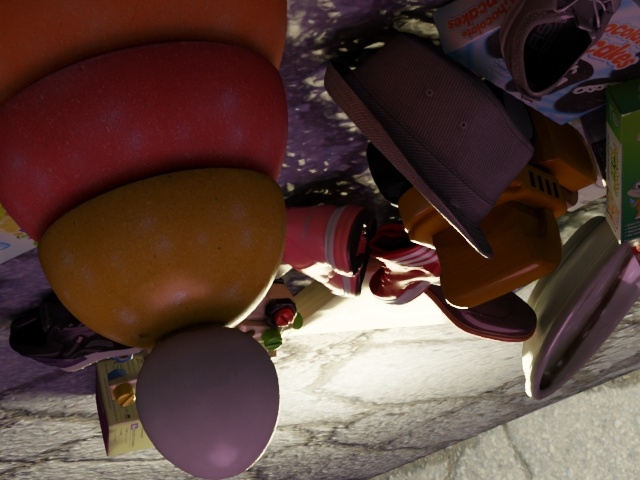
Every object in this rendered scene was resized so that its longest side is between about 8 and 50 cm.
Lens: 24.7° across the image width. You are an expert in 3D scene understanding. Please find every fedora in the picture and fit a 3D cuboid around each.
[{"bbox_3d":[0.134,-0.122,1.577,0.124,0.275,0.244,-44,175,10],"label":"fedora"}]

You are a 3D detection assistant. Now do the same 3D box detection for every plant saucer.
[{"bbox_3d":[0.430,0.072,2.360,0.400,0.100,0.400,-44,159,-23],"label":"plant saucer"}]

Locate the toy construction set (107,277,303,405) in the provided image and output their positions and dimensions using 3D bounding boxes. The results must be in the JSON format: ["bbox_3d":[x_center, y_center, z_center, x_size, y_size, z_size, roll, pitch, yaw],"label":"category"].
[{"bbox_3d":[-0.154,0.139,2.190,0.328,0.151,0.215,-8,137,-41],"label":"toy construction set"}]

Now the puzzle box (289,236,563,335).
[{"bbox_3d":[0.169,0.074,2.397,0.409,0.052,0.272,-2,157,-33],"label":"puzzle box"}]

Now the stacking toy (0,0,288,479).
[{"bbox_3d":[-0.145,-0.031,1.228,0.351,0.479,0.350,-13,160,-5],"label":"stacking toy"}]

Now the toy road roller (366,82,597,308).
[{"bbox_3d":[0.222,-0.035,1.848,0.202,0.240,0.329,-24,159,26],"label":"toy road roller"}]

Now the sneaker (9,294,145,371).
[{"bbox_3d":[-0.327,0.114,2.074,0.283,0.107,0.124,-28,151,33],"label":"sneaker"}]

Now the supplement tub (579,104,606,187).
[{"bbox_3d":[0.440,-0.147,1.887,0.190,0.117,0.117,-19,160,11],"label":"supplement tub"}]

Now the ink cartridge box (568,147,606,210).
[{"bbox_3d":[0.452,-0.096,2.137,0.189,0.066,0.232,-27,153,31],"label":"ink cartridge box"}]

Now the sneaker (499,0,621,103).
[{"bbox_3d":[0.261,-0.246,1.389,0.105,0.115,0.281,14,133,-9],"label":"sneaker"}]

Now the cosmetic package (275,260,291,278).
[{"bbox_3d":[-0.102,0.029,2.089,0.115,0.041,0.060,-2,158,-32],"label":"cosmetic package"}]

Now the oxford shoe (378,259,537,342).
[{"bbox_3d":[0.220,0.064,2.185,0.271,0.097,0.098,29,141,-12],"label":"oxford shoe"}]

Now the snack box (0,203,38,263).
[{"bbox_3d":[-0.405,-0.024,1.675,0.207,0.070,0.174,-22,160,25],"label":"snack box"}]

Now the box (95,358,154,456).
[{"bbox_3d":[-0.260,0.270,2.526,0.243,0.117,0.213,-10,160,-12],"label":"box"}]

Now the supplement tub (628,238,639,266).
[{"bbox_3d":[0.557,0.020,2.103,0.191,0.272,0.191,-25,175,-2],"label":"supplement tub"}]

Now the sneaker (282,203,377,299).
[{"bbox_3d":[0.000,-0.001,2.035,0.136,0.116,0.314,13,169,8],"label":"sneaker"}]

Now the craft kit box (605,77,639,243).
[{"bbox_3d":[0.474,-0.122,1.788,0.250,0.061,0.246,-17,138,-2],"label":"craft kit box"}]

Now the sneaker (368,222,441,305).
[{"bbox_3d":[0.105,0.022,2.054,0.128,0.087,0.221,27,151,-24],"label":"sneaker"}]

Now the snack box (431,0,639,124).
[{"bbox_3d":[0.281,-0.227,1.634,0.187,0.060,0.322,-25,158,26],"label":"snack box"}]
